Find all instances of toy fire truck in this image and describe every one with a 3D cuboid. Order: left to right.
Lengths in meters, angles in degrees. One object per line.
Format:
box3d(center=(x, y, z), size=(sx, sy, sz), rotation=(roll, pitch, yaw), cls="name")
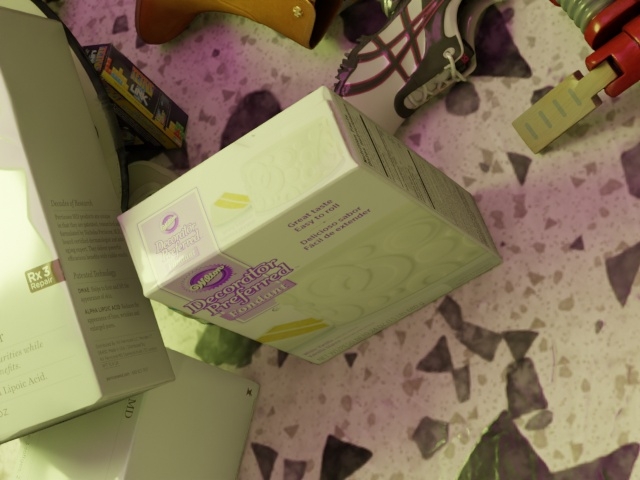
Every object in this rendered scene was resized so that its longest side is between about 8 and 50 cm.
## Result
box3d(center=(0.271, -0.222, 1.434), size=(0.246, 0.158, 0.217), rotation=(-36, 67, 4), cls="toy fire truck")

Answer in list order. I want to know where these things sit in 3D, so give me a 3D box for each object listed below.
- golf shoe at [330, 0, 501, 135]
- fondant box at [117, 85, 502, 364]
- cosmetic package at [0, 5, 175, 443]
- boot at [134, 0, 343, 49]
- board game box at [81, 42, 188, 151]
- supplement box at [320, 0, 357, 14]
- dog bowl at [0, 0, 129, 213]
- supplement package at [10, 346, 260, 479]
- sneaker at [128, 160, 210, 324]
box3d(center=(0.095, -0.186, 1.544), size=(0.120, 0.105, 0.272), rotation=(22, 86, 26), cls="golf shoe")
box3d(center=(0.000, 0.000, 1.396), size=(0.238, 0.330, 0.096), rotation=(-31, 61, 18), cls="fondant box")
box3d(center=(-0.311, -0.007, 1.369), size=(0.217, 0.156, 0.385), rotation=(-22, 85, 19), cls="cosmetic package")
box3d(center=(-0.089, -0.280, 1.656), size=(0.211, 0.104, 0.295), rotation=(43, 132, 12), cls="boot")
box3d(center=(-0.260, -0.165, 1.693), size=(0.141, 0.170, 0.048), rotation=(-2, 64, 28), cls="board game box")
box3d(center=(0.016, -0.318, 1.668), size=(0.062, 0.036, 0.098), rotation=(-34, 61, 17), cls="supplement box")
box3d(center=(-0.417, -0.103, 1.638), size=(0.408, 0.150, 0.408), rotation=(20, 127, 29), cls="dog bowl")
box3d(center=(-0.200, 0.245, 1.502), size=(0.145, 0.204, 0.261), rotation=(6, 76, 30), cls="supplement package")
box3d(center=(-0.177, -0.011, 1.643), size=(0.087, 0.092, 0.228), rotation=(-41, 57, 14), cls="sneaker")
